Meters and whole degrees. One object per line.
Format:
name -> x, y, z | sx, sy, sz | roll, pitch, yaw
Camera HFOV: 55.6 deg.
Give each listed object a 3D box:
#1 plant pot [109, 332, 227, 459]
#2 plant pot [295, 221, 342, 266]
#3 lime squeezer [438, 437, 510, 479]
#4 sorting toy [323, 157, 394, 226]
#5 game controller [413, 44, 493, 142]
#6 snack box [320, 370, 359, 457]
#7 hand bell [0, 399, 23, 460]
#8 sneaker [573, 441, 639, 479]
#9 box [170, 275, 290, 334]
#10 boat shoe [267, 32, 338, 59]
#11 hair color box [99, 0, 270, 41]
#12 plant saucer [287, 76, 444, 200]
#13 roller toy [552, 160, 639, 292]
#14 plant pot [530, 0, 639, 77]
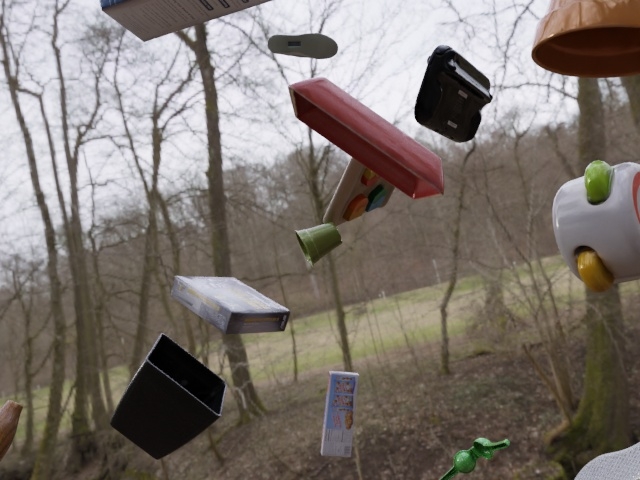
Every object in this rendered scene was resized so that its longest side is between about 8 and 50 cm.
plant pot -> -0.325, 0.337, 1.271 | 0.167, 0.187, 0.188 | -50, 9, 2
plant pot -> 0.000, 0.000, 1.260 | 0.079, 0.083, 0.083 | -26, -6, -9
lime squeezer -> 0.377, 0.558, 1.521 | 0.310, 0.059, 0.110 | -49, 1, 33
sorting toy -> 0.112, -0.120, 1.302 | 0.208, 0.038, 0.193 | -20, -35, -46
game controller -> 0.297, -0.314, 1.347 | 0.067, 0.166, 0.319 | 33, 15, 29
snack box -> 0.042, 0.373, 1.304 | 0.064, 0.178, 0.022 | 6, -1, -7
hand bell -> -0.394, 0.284, 0.644 | 0.126, 0.242, 0.126 | 14, -33, 9
sneaker -> 0.707, 0.537, 1.318 | 0.135, 0.150, 0.366 | -53, -1, -45
box -> -0.215, 0.149, 1.442 | 0.231, 0.056, 0.183 | 24, 11, 41
boat shoe -> -0.054, -0.626, 1.947 | 0.227, 0.079, 0.081 | 5, 18, 3
hair color box -> -0.280, -0.554, 1.306 | 0.347, 0.105, 0.174 | -12, -7, 13
plant saucer -> 0.073, -0.156, 0.941 | 0.047, 0.259, 0.258 | -56, 1, 2
roller toy -> 0.490, -0.021, 1.027 | 0.191, 0.209, 0.146 | -1, -14, -41
plant pot -> 0.590, -0.476, 1.239 | 0.291, 0.203, 0.291 | 6, -2, 0
